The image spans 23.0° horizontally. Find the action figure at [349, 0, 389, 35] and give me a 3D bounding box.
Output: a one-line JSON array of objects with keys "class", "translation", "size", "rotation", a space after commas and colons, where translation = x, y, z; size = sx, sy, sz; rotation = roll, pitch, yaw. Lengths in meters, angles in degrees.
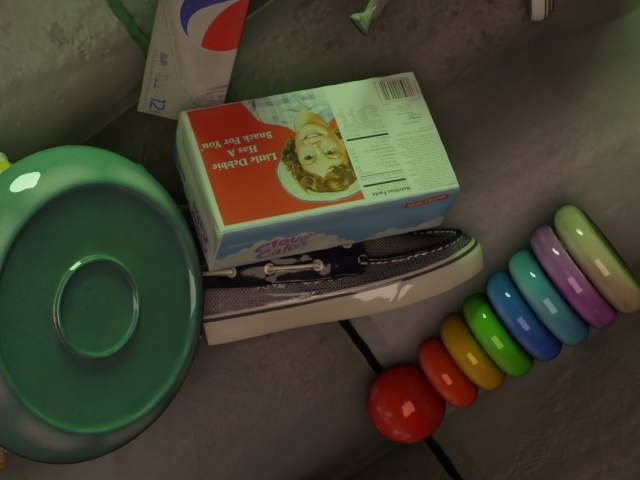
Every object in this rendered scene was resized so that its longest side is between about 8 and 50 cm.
[{"class": "action figure", "translation": [0.070, -0.424, 1.639], "size": [0.330, 0.178, 0.341], "rotation": [-42, 71, 0]}]

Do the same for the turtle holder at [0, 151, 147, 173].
[{"class": "turtle holder", "translation": [-0.339, 0.024, 1.630], "size": [0.320, 0.243, 0.228], "rotation": [-15, 88, 26]}]

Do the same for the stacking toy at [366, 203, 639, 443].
[{"class": "stacking toy", "translation": [0.190, 0.108, 1.750], "size": [0.330, 0.141, 0.141], "rotation": [-38, 101, 12]}]

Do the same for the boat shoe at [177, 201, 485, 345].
[{"class": "boat shoe", "translation": [0.000, 0.000, 1.705], "size": [0.340, 0.127, 0.158], "rotation": [-14, 103, -1]}]

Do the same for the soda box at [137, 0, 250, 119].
[{"class": "soda box", "translation": [-0.115, -0.255, 1.595], "size": [0.091, 0.098, 0.286], "rotation": [13, 132, -6]}]

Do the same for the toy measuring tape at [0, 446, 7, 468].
[{"class": "toy measuring tape", "translation": [-0.383, 0.211, 1.760], "size": [0.330, 0.121, 0.121], "rotation": [-7, 103, -25]}]

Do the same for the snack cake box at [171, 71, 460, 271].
[{"class": "snack cake box", "translation": [-0.007, -0.073, 1.640], "size": [0.264, 0.089, 0.152], "rotation": [-11, 65, -18]}]

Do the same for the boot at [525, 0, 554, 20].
[{"class": "boot", "translation": [0.264, -0.330, 1.681], "size": [0.086, 0.069, 0.190], "rotation": [0, 100, 0]}]

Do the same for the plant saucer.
[{"class": "plant saucer", "translation": [-0.228, 0.065, 1.552], "size": [0.317, 0.043, 0.318], "rotation": [-4, 96, -44]}]

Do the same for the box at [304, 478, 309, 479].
[{"class": "box", "translation": [0.081, 0.418, 1.788], "size": [0.300, 0.142, 0.154], "rotation": [27, 100, -8]}]
